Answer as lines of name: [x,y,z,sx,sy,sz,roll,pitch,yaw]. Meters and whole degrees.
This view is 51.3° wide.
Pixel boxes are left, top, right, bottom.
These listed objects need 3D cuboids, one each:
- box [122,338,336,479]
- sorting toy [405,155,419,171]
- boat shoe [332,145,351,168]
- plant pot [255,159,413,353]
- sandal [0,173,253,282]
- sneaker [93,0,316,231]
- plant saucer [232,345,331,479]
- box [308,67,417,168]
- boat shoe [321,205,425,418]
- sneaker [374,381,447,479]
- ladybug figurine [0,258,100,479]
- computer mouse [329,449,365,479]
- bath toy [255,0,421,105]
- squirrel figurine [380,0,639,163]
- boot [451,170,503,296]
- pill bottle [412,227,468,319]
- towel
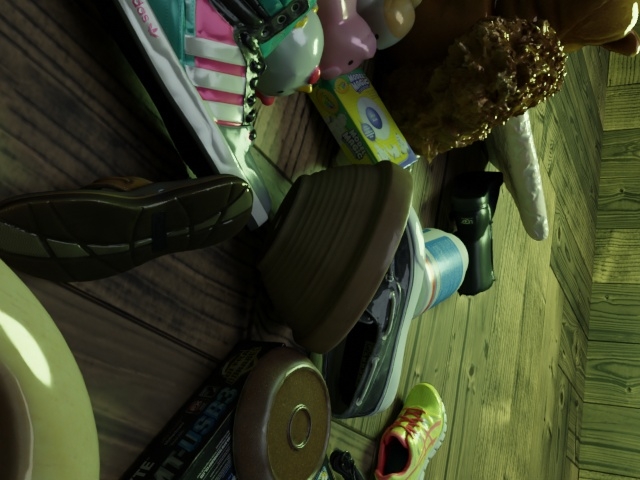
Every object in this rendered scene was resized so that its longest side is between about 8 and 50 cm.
box: [-0.086,0.309,0.701,0.295,0.073,0.293,-51,132,-48]
sorting toy: [0.112,-0.116,1.028,0.083,0.075,0.045,-54,134,-45]
boat shoe: [0.061,-0.148,0.982,0.056,0.048,0.153,47,38,-14]
plant pot: [0.000,0.000,0.761,0.109,0.237,0.237,27,59,-11]
sandal: [-0.161,-0.025,0.556,0.219,0.060,0.090,-16,137,-31]
sneaker: [-0.075,-0.166,0.637,0.178,0.123,0.296,-35,124,-15]
plant saucer: [-0.031,0.198,0.706,0.168,0.029,0.169,3,86,-60]
box: [0.054,-0.165,0.911,0.179,0.043,0.105,56,37,0]
boat shoe: [0.056,0.082,0.866,0.102,0.108,0.302,8,93,-54]
sneaker: [0.142,0.315,1.069,0.094,0.081,0.209,56,45,-39]
ladybug figurine: [-0.296,0.093,0.272,0.449,0.161,0.305,47,52,-49]
computer mouse: [0.016,0.392,0.900,0.106,0.042,0.193,67,33,-43]
bath toy: [0.015,-0.268,0.832,0.348,0.151,0.129,-48,161,-46]
squirrel figurine: [0.289,-0.298,1.024,0.281,0.370,0.397,56,42,-42]
boot: [0.312,-0.019,1.343,0.246,0.094,0.207,-45,135,-60]
pill bottle: [0.156,0.047,1.051,0.221,0.124,0.124,-15,102,-57]
towel: [0.376,-0.210,1.363,0.317,0.053,0.332,-99,166,-51]
